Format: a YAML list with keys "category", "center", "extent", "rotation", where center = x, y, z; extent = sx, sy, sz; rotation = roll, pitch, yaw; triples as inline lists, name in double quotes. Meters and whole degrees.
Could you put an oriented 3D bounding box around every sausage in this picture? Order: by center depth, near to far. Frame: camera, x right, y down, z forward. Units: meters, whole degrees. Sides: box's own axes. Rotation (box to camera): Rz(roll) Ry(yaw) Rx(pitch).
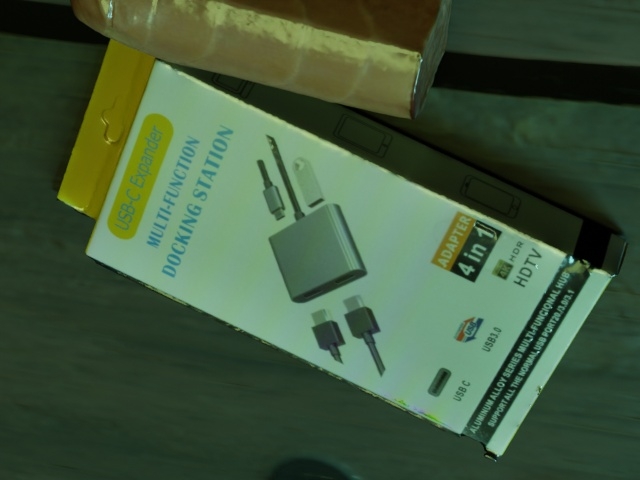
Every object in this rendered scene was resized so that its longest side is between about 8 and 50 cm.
- category: "sausage"
  center: [-0.033, -0.099, 0.789]
  extent: [0.169, 0.065, 0.065]
  rotation: [15, 128, 9]

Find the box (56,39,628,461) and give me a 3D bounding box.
- category: "box"
  center: [0.000, 0.000, 0.865]
  extent: [0.247, 0.033, 0.129]
  rotation: [25, 130, 1]
